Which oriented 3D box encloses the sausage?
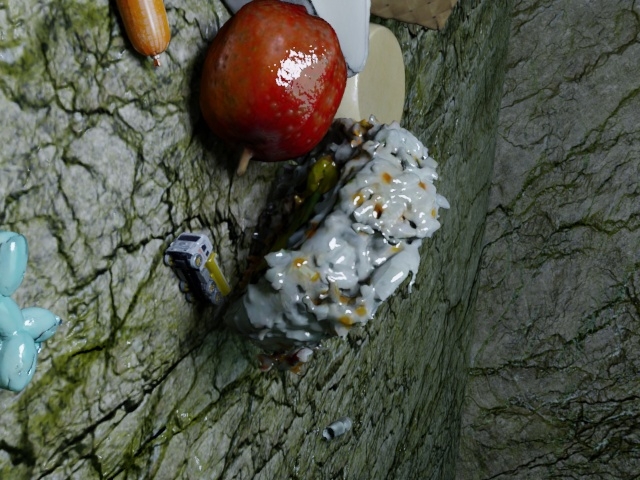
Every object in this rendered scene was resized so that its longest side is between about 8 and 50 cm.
[{"bbox_3d":[-0.228,-0.361,0.676,0.053,0.053,0.347,-52,140,-46],"label":"sausage"}]

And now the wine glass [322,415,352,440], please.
[{"bbox_3d":[0.038,0.428,1.418,0.083,0.042,0.038,4,64,-62],"label":"wine glass"}]

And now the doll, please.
[{"bbox_3d":[-0.318,0.073,0.596,0.159,0.059,0.158,-26,117,-61],"label":"doll"}]

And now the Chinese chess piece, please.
[{"bbox_3d":[0.084,-0.304,1.261,0.273,0.102,0.273,-25,119,-58],"label":"Chinese chess piece"}]

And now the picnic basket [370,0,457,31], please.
[{"bbox_3d":[0.156,-0.609,1.158,0.293,0.337,0.337,8,89,-21],"label":"picnic basket"}]

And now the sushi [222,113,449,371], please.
[{"bbox_3d":[0.000,0.002,0.903,0.176,0.417,0.417,34,58,-16],"label":"sushi"}]

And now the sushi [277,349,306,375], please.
[{"bbox_3d":[-0.050,0.194,1.158,0.060,0.062,0.117,1,94,-52],"label":"sushi"}]

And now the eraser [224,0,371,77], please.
[{"bbox_3d":[-0.025,-0.398,0.974,0.331,0.150,0.331,-14,106,-61],"label":"eraser"}]

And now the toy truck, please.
[{"bbox_3d":[-0.171,0.042,0.890,0.123,0.052,0.062,72,31,-42],"label":"toy truck"}]

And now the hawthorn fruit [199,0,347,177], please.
[{"bbox_3d":[-0.074,-0.206,0.868,0.249,0.215,0.215,-63,151,-5],"label":"hawthorn fruit"}]
